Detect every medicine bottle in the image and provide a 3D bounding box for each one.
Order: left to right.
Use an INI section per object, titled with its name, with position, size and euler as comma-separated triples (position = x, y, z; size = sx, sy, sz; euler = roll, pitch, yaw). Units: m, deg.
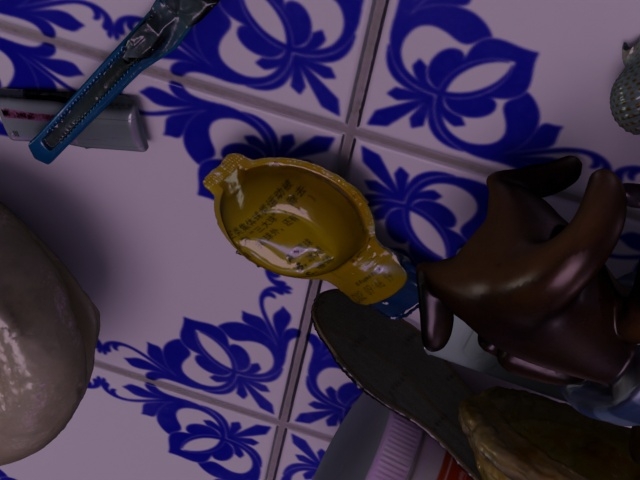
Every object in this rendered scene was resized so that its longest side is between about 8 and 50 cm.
[medicine bottle]
position = 0.127, 0.313, 1.303
size = 0.240, 0.252, 0.252
euler = 29, 135, -7

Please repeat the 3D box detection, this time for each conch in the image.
[conch]
position = 0.284, -0.127, 0.974
size = 0.076, 0.057, 0.085
euler = -14, 127, 15

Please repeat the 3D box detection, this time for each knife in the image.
[knife]
position = -0.197, -0.161, 1.115
size = 0.044, 0.026, 0.296
euler = 42, 123, -14

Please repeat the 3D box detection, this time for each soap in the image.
[soap]
position = 0.218, 0.094, 1.197
size = 0.198, 0.066, 0.119
euler = 19, 133, 3

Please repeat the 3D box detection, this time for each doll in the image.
[doll]
position = 0.280, 0.053, 1.038
size = 0.339, 0.209, 0.318
euler = 28, 135, -11

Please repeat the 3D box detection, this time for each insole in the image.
[insole]
position = 0.126, 0.175, 1.228
size = 0.348, 0.119, 0.009
euler = 44, 138, 8

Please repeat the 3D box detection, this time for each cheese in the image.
[cheese]
position = 0.000, 0.000, 1.186
size = 0.270, 0.069, 0.177
euler = 35, 134, -16

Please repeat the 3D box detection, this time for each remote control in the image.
[remote control]
position = -0.262, -0.125, 1.193
size = 0.166, 0.029, 0.065
euler = 5, 134, 16

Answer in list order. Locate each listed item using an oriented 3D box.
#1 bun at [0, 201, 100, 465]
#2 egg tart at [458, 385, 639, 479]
[bun]
position = -0.406, 0.085, 1.314
size = 0.365, 0.219, 0.365
euler = 12, 120, 21
[egg tart]
position = 0.256, 0.238, 1.127
size = 0.278, 0.279, 0.095
euler = 21, 102, 0
